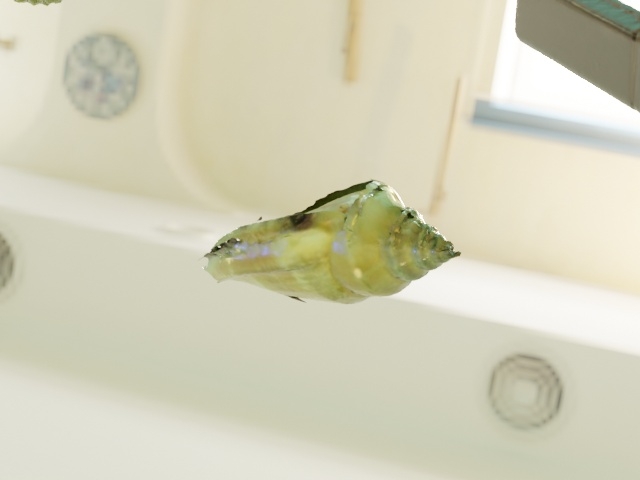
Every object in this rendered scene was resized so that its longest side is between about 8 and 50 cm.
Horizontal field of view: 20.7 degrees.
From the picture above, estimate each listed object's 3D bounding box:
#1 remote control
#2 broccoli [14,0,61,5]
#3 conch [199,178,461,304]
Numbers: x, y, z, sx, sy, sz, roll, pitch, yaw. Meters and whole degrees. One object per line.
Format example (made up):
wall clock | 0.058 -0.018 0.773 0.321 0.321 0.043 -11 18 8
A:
remote control | 0.180 -0.117 1.074 0.025 0.063 0.245 -9 -157 -16
broccoli | -0.209 -0.311 1.173 0.254 0.186 0.302 29 -130 -8
conch | 0.003 0.004 1.145 0.201 0.079 0.095 -10 168 26
